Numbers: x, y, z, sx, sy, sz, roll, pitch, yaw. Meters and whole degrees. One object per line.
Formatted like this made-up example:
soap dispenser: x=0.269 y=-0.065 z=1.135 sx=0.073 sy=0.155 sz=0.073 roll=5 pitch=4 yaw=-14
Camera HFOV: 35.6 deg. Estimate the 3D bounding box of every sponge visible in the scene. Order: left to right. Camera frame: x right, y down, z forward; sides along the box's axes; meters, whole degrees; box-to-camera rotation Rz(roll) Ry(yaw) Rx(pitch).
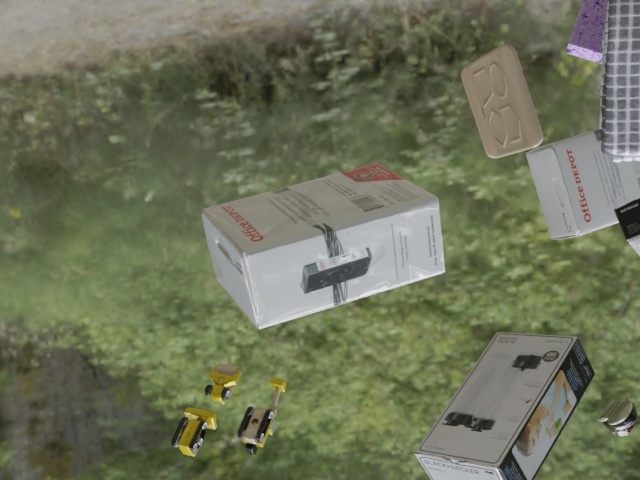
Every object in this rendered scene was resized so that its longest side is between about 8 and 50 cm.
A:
sponge: x=0.587 y=-0.450 z=2.055 sx=0.117 sy=0.210 sz=0.031 roll=18 pitch=148 yaw=9

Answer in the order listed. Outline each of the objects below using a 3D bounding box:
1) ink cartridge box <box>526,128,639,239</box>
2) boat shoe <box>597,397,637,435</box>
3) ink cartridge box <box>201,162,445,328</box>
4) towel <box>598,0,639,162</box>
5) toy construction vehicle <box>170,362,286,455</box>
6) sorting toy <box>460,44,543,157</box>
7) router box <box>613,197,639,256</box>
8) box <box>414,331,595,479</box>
ink cartridge box: x=0.472 y=-0.107 z=1.671 sx=0.219 sy=0.160 sz=0.092 roll=-16 pitch=-179 yaw=-21
boat shoe: x=0.444 y=0.261 z=1.463 sx=0.049 sy=0.042 sz=0.133 roll=-48 pitch=170 yaw=-6
ink cartridge box: x=0.000 y=0.000 z=1.340 sx=0.273 sy=0.114 sz=0.197 roll=-15 pitch=-157 yaw=-18
towel: x=0.536 y=-0.251 z=1.470 sx=0.235 sy=0.283 sz=0.121 roll=1 pitch=-166 yaw=13
toy construction vehicle: x=-0.084 y=0.167 z=0.945 sx=0.086 sy=0.035 sz=0.098 roll=5 pitch=-132 yaw=18
sorting toy: x=0.344 y=-0.258 z=1.876 sx=0.038 sy=0.193 sz=0.208 roll=-19 pitch=-178 yaw=-15
router box: x=0.433 y=-0.031 z=1.105 sx=0.179 sy=0.046 sz=0.133 roll=-25 pitch=150 yaw=22
box: x=0.301 y=0.279 z=1.613 sx=0.169 sy=0.087 sz=0.290 roll=-2 pitch=-144 yaw=45
